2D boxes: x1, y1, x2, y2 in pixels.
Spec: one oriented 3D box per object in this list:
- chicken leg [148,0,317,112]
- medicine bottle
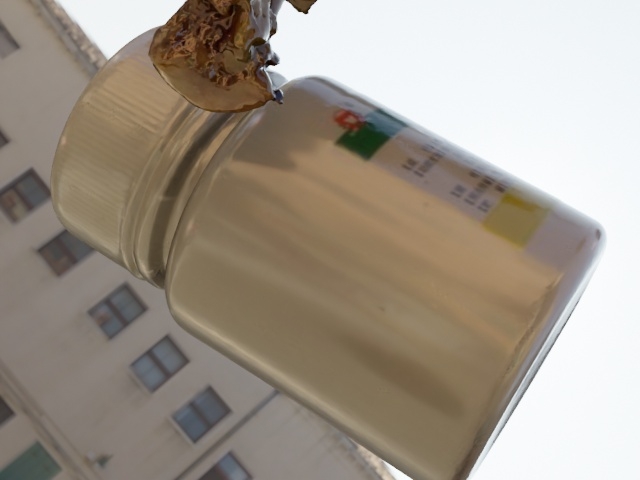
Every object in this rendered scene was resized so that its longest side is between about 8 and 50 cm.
[{"bbox_3d":[-0.022,-0.271,0.625,0.295,0.409,0.182,23,-15,9],"label":"chicken leg"},{"bbox_3d":[0.000,0.000,0.691,0.340,0.208,0.208,31,-25,16],"label":"medicine bottle"}]
